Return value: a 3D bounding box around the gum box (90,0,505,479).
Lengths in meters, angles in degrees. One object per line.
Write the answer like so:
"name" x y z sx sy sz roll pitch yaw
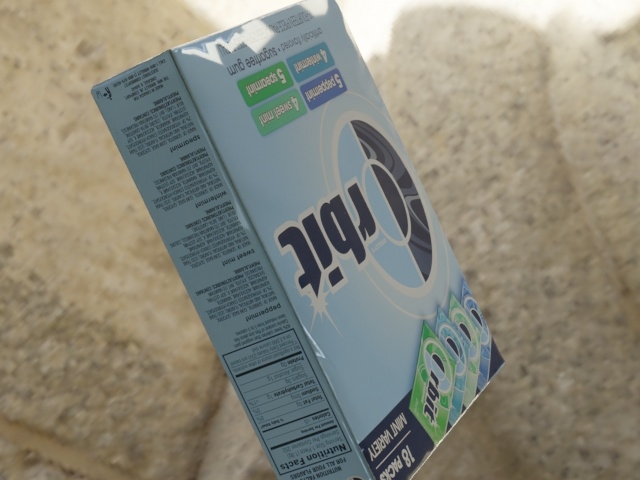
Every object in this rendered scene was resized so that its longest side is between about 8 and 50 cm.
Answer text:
"gum box" 0.000 0.000 0.643 0.184 0.041 0.157 66 27 -6
